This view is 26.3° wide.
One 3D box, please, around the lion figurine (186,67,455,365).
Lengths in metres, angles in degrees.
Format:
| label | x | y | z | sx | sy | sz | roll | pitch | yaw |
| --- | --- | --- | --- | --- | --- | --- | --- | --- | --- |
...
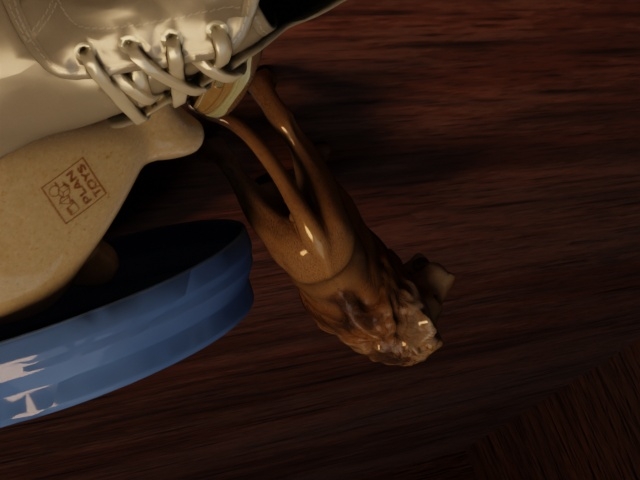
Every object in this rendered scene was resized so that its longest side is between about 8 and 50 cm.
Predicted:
| label | x | y | z | sx | sy | sz | roll | pitch | yaw |
| --- | --- | --- | --- | --- | --- | --- | --- | --- | --- |
| lion figurine | 0.000 | 0.000 | 1.337 | 0.142 | 0.240 | 0.392 | -34 | 159 | 12 |

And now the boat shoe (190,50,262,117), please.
| label | x | y | z | sx | sy | sz | roll | pitch | yaw |
| --- | --- | --- | --- | --- | --- | --- | --- | --- | --- |
| boat shoe | -0.084 | -0.170 | 1.089 | 0.072 | 0.068 | 0.190 | 1 | 143 | -23 |

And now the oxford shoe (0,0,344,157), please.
| label | x | y | z | sx | sy | sz | roll | pitch | yaw |
| --- | --- | --- | --- | --- | --- | --- | --- | --- | --- |
| oxford shoe | -0.117 | -0.150 | 0.934 | 0.449 | 0.130 | 0.169 | -30 | 160 | 8 |

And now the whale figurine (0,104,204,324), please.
| label | x | y | z | sx | sy | sz | roll | pitch | yaw |
| --- | --- | --- | --- | --- | --- | --- | --- | --- | --- |
| whale figurine | -0.234 | -0.055 | 1.130 | 0.272 | 0.141 | 0.216 | -37 | 122 | -10 |

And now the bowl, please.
| label | x | y | z | sx | sy | sz | roll | pitch | yaw |
| --- | --- | --- | --- | --- | --- | --- | --- | --- | --- |
| bowl | -0.244 | 0.078 | 1.266 | 0.391 | 0.077 | 0.391 | -17 | -170 | 3 |
